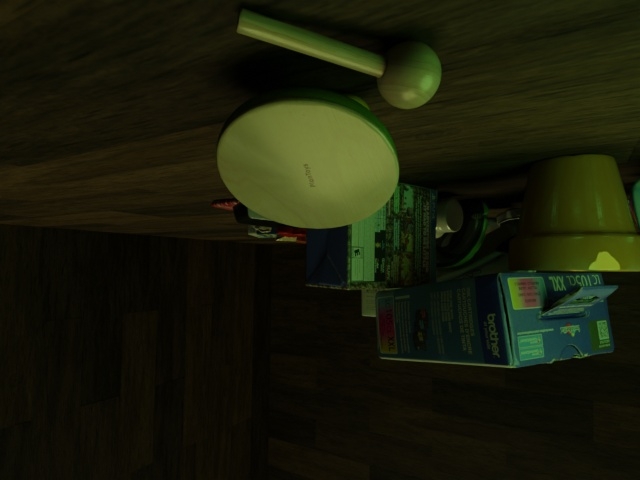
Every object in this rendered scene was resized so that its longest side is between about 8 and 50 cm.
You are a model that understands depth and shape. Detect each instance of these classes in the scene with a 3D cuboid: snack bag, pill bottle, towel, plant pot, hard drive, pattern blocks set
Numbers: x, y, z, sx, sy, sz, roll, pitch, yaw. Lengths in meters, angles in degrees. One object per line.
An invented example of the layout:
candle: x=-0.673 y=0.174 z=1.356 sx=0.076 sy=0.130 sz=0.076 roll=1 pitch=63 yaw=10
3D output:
snack bag: x=0.431 y=0.085 z=1.225 sx=0.323 sy=0.037 sz=0.342 roll=-31 pitch=-171 yaw=24
pill bottle: x=0.274 y=-0.059 z=1.124 sx=0.112 sy=0.112 sz=0.186 roll=4 pitch=176 yaw=-40
towel: x=-0.152 y=-0.099 z=1.243 sx=0.274 sy=0.031 sz=0.199 roll=-1 pitch=176 yaw=26
plant pot: x=0.434 y=-0.042 z=0.729 sx=0.205 sy=0.188 sz=0.205 roll=0 pitch=177 yaw=0
hard drive: x=-0.086 y=-0.064 z=1.094 sx=0.254 sy=0.054 sz=0.172 roll=5 pitch=175 yaw=-24
pattern blocks set: x=0.054 y=-0.008 z=1.183 sx=0.285 sy=0.026 sz=0.325 roll=1 pitch=172 yaw=20

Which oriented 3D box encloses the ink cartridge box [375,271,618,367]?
ink cartridge box: x=0.325 y=0.145 z=0.786 sx=0.270 sy=0.151 sz=0.395 roll=2 pitch=169 yaw=-28

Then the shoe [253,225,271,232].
shoe: x=-0.182 y=-0.053 z=1.275 sx=0.076 sy=0.058 sz=0.219 roll=5 pitch=175 yaw=-12

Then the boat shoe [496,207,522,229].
boat shoe: x=0.671 y=-0.039 z=1.437 sx=0.113 sy=0.105 sz=0.306 roll=0 pitch=176 yaw=12

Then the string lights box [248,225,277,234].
string lights box: x=-0.127 y=-0.054 z=1.589 sx=0.259 sy=0.077 sz=0.133 roll=0 pitch=175 yaw=11

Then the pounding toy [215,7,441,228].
pounding toy: x=-0.003 y=-0.122 z=0.429 sx=0.182 sy=0.110 sz=0.237 roll=12 pitch=145 yaw=-10

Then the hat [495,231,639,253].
hat: x=0.602 y=-0.051 z=1.039 sx=0.331 sy=0.134 sz=0.331 roll=-8 pitch=-169 yaw=2

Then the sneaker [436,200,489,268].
sneaker: x=0.290 y=-0.011 z=1.298 sx=0.202 sy=0.185 sz=0.482 roll=20 pitch=156 yaw=-31

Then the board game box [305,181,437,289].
board game box: x=0.122 y=-0.011 z=0.960 sx=0.291 sy=0.232 sz=0.141 roll=4 pitch=176 yaw=-39

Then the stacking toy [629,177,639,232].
stacking toy: x=0.648 y=-0.069 z=0.782 sx=0.175 sy=0.166 sz=0.302 roll=-14 pitch=-177 yaw=23

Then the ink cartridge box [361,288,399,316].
ink cartridge box: x=0.329 y=0.118 z=1.769 sx=0.285 sy=0.395 sz=0.166 roll=-1 pitch=179 yaw=30

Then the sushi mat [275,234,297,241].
sushi mat: x=0.000 y=0.000 z=1.586 sx=0.316 sy=0.019 sz=0.151 roll=5 pitch=174 yaw=-27

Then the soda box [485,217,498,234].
soda box: x=0.572 y=-0.053 z=1.576 sx=0.183 sy=0.063 sz=0.058 roll=2 pitch=177 yaw=-17
